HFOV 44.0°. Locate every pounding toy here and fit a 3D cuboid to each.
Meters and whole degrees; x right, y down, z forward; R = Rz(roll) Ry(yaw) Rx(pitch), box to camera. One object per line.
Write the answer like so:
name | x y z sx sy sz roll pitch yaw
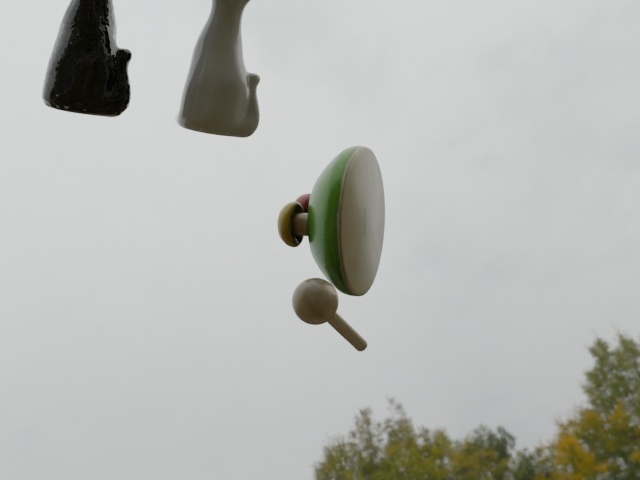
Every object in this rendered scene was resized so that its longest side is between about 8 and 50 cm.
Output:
pounding toy | 0.000 0.000 0.969 0.110 0.237 0.183 3 -20 20

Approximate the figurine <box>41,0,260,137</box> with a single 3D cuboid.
figurine | -0.155 -0.222 0.794 0.215 0.092 0.209 8 -79 -15
